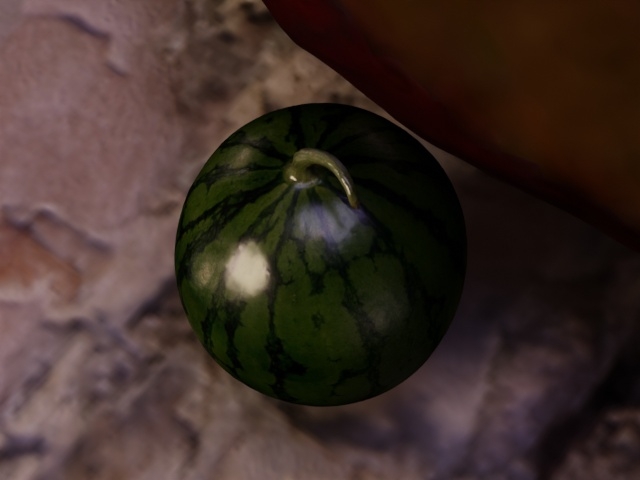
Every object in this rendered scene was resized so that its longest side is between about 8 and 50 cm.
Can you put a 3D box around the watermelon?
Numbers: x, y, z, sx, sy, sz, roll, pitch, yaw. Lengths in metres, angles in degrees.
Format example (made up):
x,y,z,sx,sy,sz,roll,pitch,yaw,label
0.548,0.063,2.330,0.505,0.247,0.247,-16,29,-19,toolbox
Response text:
x,y,z,sx,sy,sz,roll,pitch,yaw,label
-0.001,0.001,0.617,0.109,0.109,0.109,2,59,-3,watermelon

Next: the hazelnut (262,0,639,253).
x,y,z,sx,sy,sz,roll,pitch,yaw,label
0.160,-0.187,0.583,0.429,0.402,0.402,18,60,10,hazelnut
